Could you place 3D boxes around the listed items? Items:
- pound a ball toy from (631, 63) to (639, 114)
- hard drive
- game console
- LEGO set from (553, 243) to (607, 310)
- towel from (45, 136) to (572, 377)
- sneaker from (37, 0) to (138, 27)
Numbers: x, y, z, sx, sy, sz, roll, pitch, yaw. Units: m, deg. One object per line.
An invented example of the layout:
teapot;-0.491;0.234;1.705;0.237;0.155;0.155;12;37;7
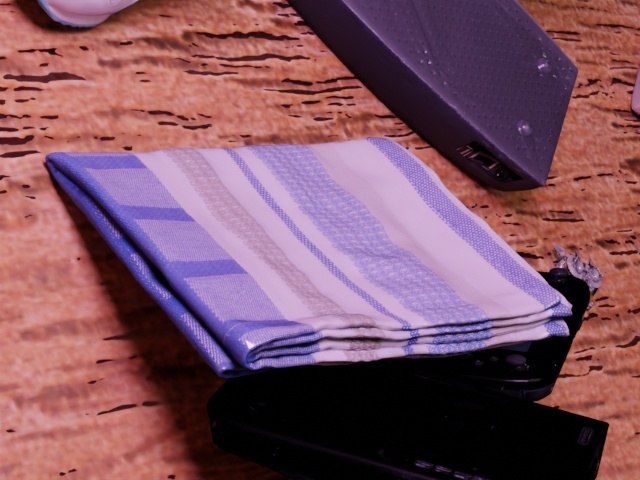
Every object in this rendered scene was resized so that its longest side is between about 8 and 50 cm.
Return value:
pound a ball toy;0.420;-0.173;1.680;0.208;0.136;0.319;43;40;-17
hard drive;0.082;-0.159;1.366;0.255;0.054;0.172;41;41;-17
game console;0.079;0.079;1.128;0.213;0.044;0.361;14;21;12
LEGO set;0.194;0.030;1.381;0.054;0.023;0.083;51;38;-8
towel;0.000;0.000;1.102;0.285;0.034;0.209;-4;39;-43
sneaker;-0.107;-0.203;1.163;0.229;0.092;0.087;-31;90;-51
